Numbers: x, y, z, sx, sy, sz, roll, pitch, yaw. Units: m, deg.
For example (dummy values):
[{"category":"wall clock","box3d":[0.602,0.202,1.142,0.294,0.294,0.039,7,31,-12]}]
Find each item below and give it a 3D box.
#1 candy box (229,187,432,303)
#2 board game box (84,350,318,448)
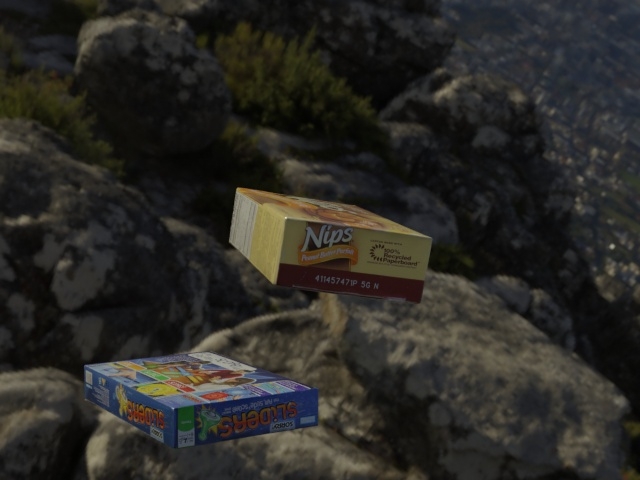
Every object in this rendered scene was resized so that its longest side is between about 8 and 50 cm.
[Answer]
[{"category":"candy box","box3d":[0.000,0.000,1.258,0.183,0.087,0.316,9,6,-16]},{"category":"board game box","box3d":[-0.112,0.137,0.872,0.136,0.035,0.201,-3,5,-33]}]
